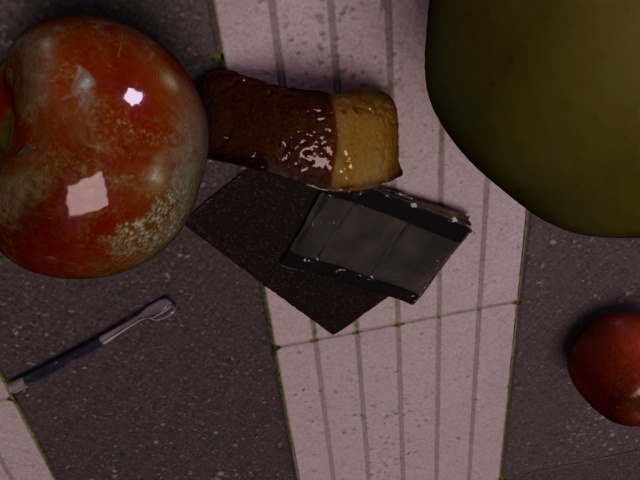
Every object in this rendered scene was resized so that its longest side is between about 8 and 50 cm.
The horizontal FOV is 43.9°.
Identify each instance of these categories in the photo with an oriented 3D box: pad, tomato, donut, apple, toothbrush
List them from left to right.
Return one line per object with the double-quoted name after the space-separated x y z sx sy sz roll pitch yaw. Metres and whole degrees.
-0.335 0.155 1.156 0.288 0.024 0.026 -28 143 9 "toothbrush"
-0.230 -0.089 0.824 0.223 0.270 0.270 9 127 -38 "tomato"
-0.021 -0.128 0.920 0.295 0.151 0.112 2 108 -15 "donut"
0.000 0.000 1.117 0.220 0.004 0.330 -37 127 17 "pad"
0.080 0.003 1.122 0.233 0.022 0.174 16 124 -22 "pad"
0.503 0.213 1.303 0.181 0.168 0.181 -6 135 -6 "apple"
0.316 -0.215 0.736 0.474 0.473 0.473 -6 129 -8 "apple"
